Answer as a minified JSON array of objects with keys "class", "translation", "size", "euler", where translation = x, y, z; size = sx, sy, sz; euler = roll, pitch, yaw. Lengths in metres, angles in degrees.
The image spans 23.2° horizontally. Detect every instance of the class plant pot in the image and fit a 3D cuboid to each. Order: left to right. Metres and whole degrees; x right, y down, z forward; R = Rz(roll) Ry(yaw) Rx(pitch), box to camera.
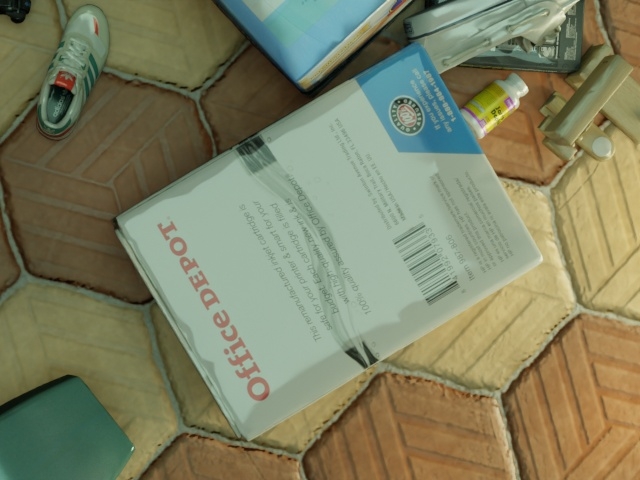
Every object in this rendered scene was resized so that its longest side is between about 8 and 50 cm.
[{"class":"plant pot","translation":[-0.333,0.260,1.719],"size":[0.234,0.165,0.165],"euler":[-40,97,-14]}]

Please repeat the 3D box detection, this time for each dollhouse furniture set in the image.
[{"class":"dollhouse furniture set","translation":[0.342,-0.140,1.820],"size":[0.123,0.151,0.144],"euler":[40,87,-8]}]

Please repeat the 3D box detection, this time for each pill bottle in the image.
[{"class":"pill bottle","translation":[0.206,-0.162,1.851],"size":[0.083,0.043,0.043],"euler":[-41,97,-6]}]

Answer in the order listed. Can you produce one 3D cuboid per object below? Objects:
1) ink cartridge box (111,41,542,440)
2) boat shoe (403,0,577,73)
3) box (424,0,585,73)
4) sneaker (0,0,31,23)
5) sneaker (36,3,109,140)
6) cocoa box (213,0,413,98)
[{"class":"ink cartridge box","translation":[0.000,0.000,1.759],"size":[0.395,0.166,0.285],"euler":[-30,95,-8]},{"class":"boat shoe","translation":[0.231,-0.257,1.769],"size":[0.267,0.096,0.088],"euler":[-21,100,-5]},{"class":"box","translation":[0.220,-0.319,1.842],"size":[0.183,0.059,0.232],"euler":[2,92,-9]},{"class":"sneaker","translation":[-0.326,-0.288,1.754],"size":[0.152,0.058,0.084],"euler":[-10,87,-5]},{"class":"sneaker","translation":[-0.277,-0.190,1.756],"size":[0.057,0.075,0.161],"euler":[21,88,-9]},{"class":"cocoa box","translation":[0.030,-0.356,1.691],"size":[0.347,0.228,0.231],"euler":[-43,90,3]}]
